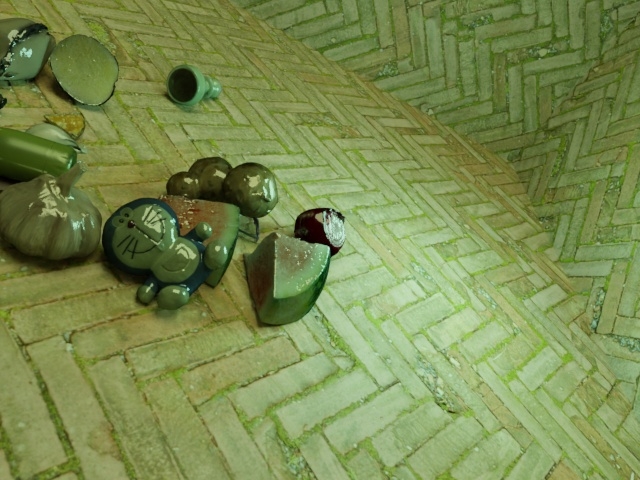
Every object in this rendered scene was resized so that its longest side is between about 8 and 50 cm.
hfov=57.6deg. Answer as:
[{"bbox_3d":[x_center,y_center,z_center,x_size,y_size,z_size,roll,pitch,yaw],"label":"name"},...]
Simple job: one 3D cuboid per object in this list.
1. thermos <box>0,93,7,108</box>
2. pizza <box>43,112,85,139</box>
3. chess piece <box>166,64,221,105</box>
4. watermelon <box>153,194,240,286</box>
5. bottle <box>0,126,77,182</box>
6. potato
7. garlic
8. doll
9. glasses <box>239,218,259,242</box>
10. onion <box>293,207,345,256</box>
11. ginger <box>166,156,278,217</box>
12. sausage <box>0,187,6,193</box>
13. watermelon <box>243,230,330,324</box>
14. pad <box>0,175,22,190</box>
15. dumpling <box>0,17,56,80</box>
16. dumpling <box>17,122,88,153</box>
[{"bbox_3d":[-0.893,-0.402,1.479,0.187,0.083,0.073,30,29,-10],"label":"thermos"},{"bbox_3d":[-0.706,-0.325,1.604,0.108,0.026,0.123,16,38,-23],"label":"pizza"},{"bbox_3d":[-0.428,-0.554,2.105,0.139,0.139,0.271,40,20,9],"label":"chess piece"},{"bbox_3d":[-0.335,-0.022,1.467,0.256,0.140,0.193,21,37,-5],"label":"watermelon"},{"bbox_3d":[-0.703,-0.198,1.328,0.260,0.112,0.112,16,35,-17],"label":"bottle"},{"bbox_3d":[-0.710,-0.503,1.747,0.182,0.117,0.202,-49,114,-18],"label":"potato"},{"bbox_3d":[-0.559,-0.079,1.234,0.218,0.212,0.218,28,26,-15],"label":"garlic"},{"bbox_3d":[-0.365,0.019,1.321,0.258,0.228,0.154,43,-14,-9],"label":"doll"},{"bbox_3d":[-0.233,-0.053,1.681,0.103,0.062,0.140,-3,43,-15],"label":"glasses"},{"bbox_3d":[-0.012,0.001,1.740,0.173,0.135,0.198,25,68,-48],"label":"onion"},{"bbox_3d":[-0.267,-0.149,1.622,0.304,0.155,0.244,4,22,9],"label":"ginger"},{"bbox_3d":[-0.737,-0.111,1.287,0.132,0.024,0.024,11,39,-32],"label":"sausage"},{"bbox_3d":[-0.092,0.095,1.531,0.310,0.193,0.232,-29,87,-42],"label":"watermelon"},{"bbox_3d":[-0.692,-0.132,1.347,0.187,0.006,0.113,13,23,-31],"label":"pad"},{"bbox_3d":[-0.880,-0.555,1.631,0.204,0.163,0.293,37,43,-4],"label":"dumpling"},{"bbox_3d":[-0.678,-0.237,1.449,0.188,0.108,0.127,6,11,-18],"label":"dumpling"}]
